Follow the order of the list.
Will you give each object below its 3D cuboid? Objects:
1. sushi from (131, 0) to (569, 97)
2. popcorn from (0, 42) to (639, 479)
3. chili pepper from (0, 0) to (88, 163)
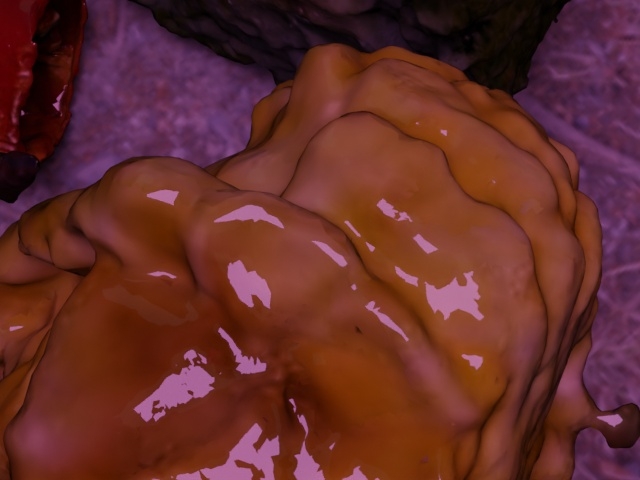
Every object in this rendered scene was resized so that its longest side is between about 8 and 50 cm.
[{"bbox_3d":[-0.016,-0.210,1.074,0.352,0.294,0.178,29,76,10],"label":"sushi"},{"bbox_3d":[-0.038,0.058,0.969,0.382,0.349,0.349,22,79,14],"label":"popcorn"},{"bbox_3d":[-0.313,-0.133,1.150,0.338,0.131,0.134,10,119,3],"label":"chili pepper"}]
